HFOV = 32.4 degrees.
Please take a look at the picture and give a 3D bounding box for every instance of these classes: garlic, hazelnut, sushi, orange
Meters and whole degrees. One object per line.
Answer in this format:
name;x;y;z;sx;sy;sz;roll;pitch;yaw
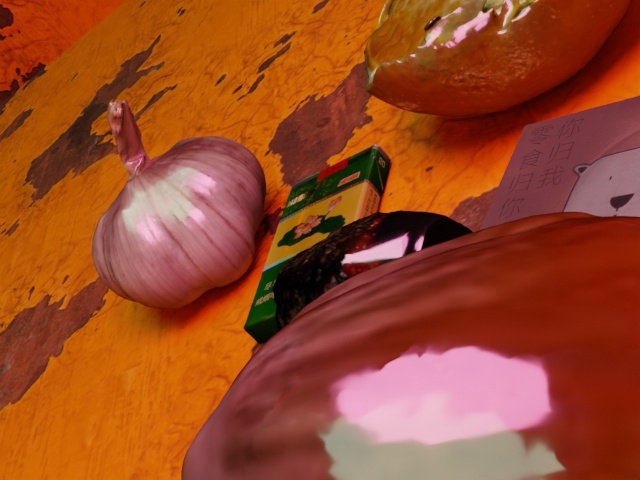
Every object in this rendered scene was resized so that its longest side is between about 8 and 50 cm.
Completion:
garlic;-0.190;-0.059;1.309;0.245;0.253;0.245;-25;30;15
hazelnut;0.120;0.141;0.506;0.372;0.372;0.315;-94;20;-57
sushi;0.073;0.079;0.762;0.126;0.225;0.136;-13;30;42
orange;0.187;-0.244;1.117;0.335;0.196;0.262;-33;14;11

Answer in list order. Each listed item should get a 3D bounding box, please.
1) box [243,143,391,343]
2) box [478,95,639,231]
box;0.000;0.000;1.192;0.132;0.034;0.235;-25;32;32
box;0.227;-0.010;0.838;0.215;0.086;0.215;-12;39;46
